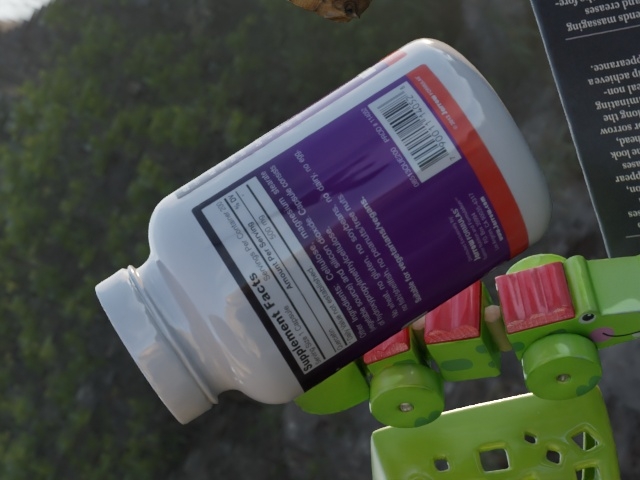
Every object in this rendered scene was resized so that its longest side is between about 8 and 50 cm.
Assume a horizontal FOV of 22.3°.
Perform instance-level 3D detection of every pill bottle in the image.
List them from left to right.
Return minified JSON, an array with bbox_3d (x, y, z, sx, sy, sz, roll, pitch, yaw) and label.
[{"bbox_3d":[0.000,0.000,1.222,0.323,0.181,0.181,-33,5,-3],"label":"pill bottle"}]

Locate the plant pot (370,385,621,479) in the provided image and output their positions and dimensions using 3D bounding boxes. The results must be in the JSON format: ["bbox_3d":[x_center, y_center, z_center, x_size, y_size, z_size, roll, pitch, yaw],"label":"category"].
[{"bbox_3d":[0.181,0.295,1.507,0.207,0.227,0.228,-105,5,-46],"label":"plant pot"}]

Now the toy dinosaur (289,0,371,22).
[{"bbox_3d":[-0.071,-0.180,0.948,0.064,0.211,0.112,6,-83,-80],"label":"toy dinosaur"}]

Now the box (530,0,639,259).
[{"bbox_3d":[0.344,-0.219,1.428,0.212,0.395,0.293,-7,23,35],"label":"box"}]

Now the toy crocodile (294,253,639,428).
[{"bbox_3d":[0.131,0.075,1.375,0.105,0.340,0.115,61,-159,-48],"label":"toy crocodile"}]
